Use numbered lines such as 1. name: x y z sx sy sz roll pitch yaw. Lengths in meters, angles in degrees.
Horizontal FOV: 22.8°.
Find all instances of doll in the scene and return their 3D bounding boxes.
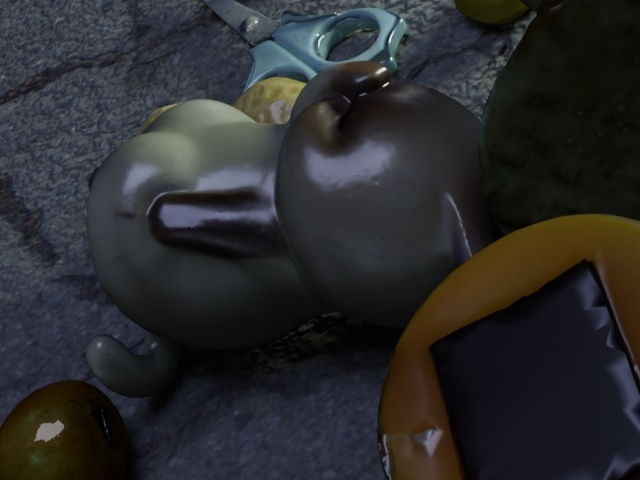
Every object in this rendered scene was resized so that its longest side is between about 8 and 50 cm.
1. doll: -0.021 -0.022 1.272 0.370 0.226 0.215 -16 5 26

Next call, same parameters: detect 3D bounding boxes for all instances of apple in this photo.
1. apple: -0.213 0.167 1.290 0.102 0.099 0.114 -24 44 14

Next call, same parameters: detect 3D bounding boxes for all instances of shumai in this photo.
1. shumai: 0.281 -0.141 1.169 0.330 0.291 0.288 9 30 2

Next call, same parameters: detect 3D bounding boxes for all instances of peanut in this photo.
1. peanut: -0.067 -0.088 1.452 0.229 0.098 0.103 -10 47 23

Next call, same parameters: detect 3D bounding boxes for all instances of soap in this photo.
1. soap: 0.188 -0.258 1.502 0.140 0.045 0.089 -44 38 -14

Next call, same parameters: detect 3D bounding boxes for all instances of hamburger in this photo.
1. hamburger: 0.181 0.122 1.016 0.294 0.179 0.276 -31 47 16

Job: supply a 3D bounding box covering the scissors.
1. scissors: -0.058 -0.211 1.622 0.191 0.029 0.360 -41 43 -7
